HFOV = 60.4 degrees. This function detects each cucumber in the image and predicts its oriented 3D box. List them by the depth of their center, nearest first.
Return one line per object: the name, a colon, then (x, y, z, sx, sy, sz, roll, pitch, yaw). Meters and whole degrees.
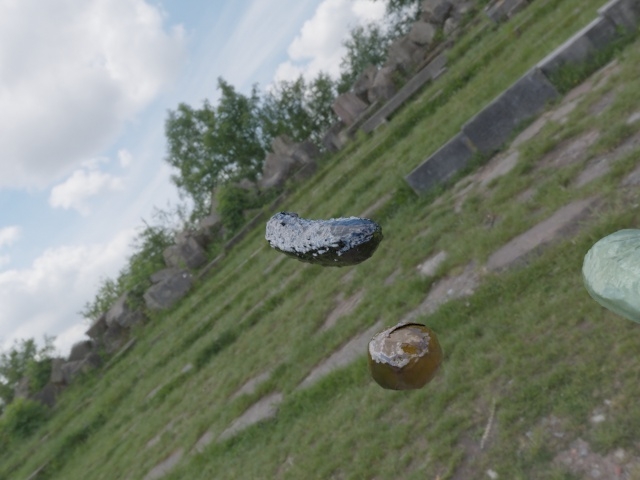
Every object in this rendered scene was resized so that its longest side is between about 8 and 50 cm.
cucumber: (0.000, 0.000, 0.814, 0.072, 0.081, 0.303, 4, 3, -26)

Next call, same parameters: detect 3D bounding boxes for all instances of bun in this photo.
bun: (0.454, 0.049, 0.724, 0.195, 0.195, 0.118, -52, -20, -78)

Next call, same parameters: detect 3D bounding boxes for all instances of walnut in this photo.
walnut: (0.159, 0.226, 1.064, 0.137, 0.137, 0.245, -41, -9, -22)
